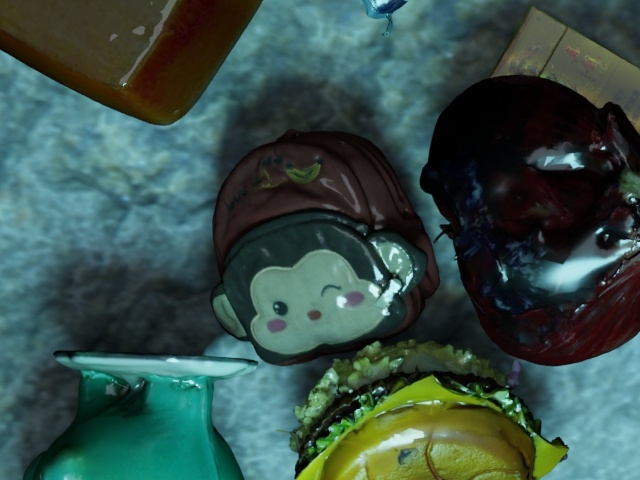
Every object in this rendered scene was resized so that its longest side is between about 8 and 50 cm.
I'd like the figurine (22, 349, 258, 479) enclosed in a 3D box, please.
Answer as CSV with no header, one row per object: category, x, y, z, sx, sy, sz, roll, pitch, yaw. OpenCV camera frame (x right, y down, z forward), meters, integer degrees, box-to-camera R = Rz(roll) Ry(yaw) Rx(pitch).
figurine,-0.165,0.272,1.777,0.324,0.231,0.340,-3,84,42

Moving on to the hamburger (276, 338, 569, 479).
hamburger,0.094,0.191,1.783,0.243,0.138,0.262,-38,126,23

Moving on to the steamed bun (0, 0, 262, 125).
steamed bun,-0.225,-0.271,1.729,0.379,0.248,0.235,32,94,11

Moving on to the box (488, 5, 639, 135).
box,0.245,-0.148,1.822,0.156,0.022,0.089,32,95,0

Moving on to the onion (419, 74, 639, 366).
onion,0.210,-0.029,1.745,0.221,0.281,0.281,-20,94,-28

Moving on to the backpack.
backpack,-0.001,0.000,1.798,0.229,0.139,0.229,5,105,19

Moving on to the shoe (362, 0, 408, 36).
shoe,0.027,-0.258,1.811,0.143,0.064,0.071,35,114,5
